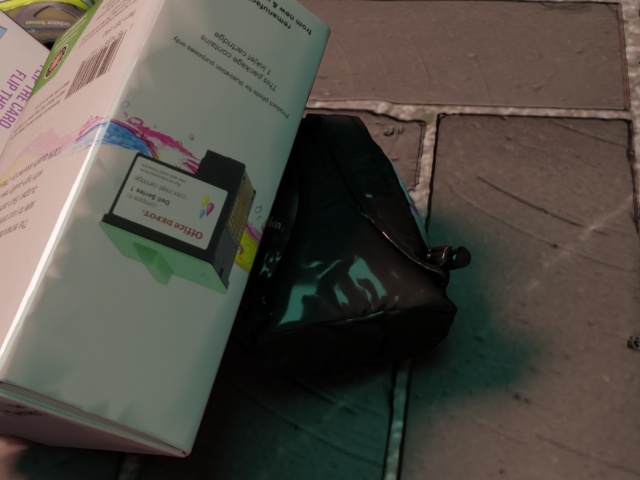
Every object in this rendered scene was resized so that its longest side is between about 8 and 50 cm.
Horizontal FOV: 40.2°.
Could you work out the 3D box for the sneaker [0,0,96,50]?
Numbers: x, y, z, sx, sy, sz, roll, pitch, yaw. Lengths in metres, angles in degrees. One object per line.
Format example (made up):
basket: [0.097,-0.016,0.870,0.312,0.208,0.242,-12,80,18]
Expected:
sneaker: [-0.327,-0.142,0.771,0.300,0.111,0.121,-26,56,-11]

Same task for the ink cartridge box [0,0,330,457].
ink cartridge box: [-0.129,-0.018,0.537,0.201,0.117,0.278,-14,52,51]

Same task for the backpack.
backpack: [0.000,0.000,0.600,0.152,0.115,0.182,-6,51,-15]

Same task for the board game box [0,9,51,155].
board game box: [-0.308,-0.080,0.629,0.316,0.064,0.242,40,58,-8]
